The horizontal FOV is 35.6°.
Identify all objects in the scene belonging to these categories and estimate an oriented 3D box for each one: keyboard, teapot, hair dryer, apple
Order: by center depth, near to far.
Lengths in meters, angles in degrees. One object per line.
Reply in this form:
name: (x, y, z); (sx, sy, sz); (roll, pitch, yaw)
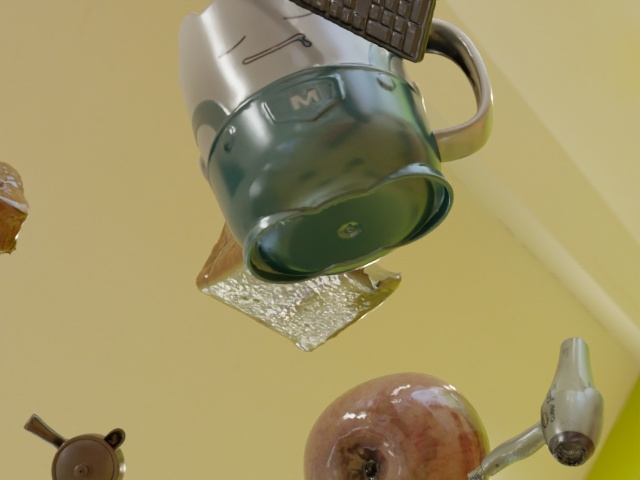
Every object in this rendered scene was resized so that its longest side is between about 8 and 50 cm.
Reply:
keyboard: (-0.021, -0.256, 0.860); (0.018, 0.310, 0.100); (-23, -44, -42)
teapot: (-0.238, 0.204, 0.986); (0.085, 0.110, 0.080); (-50, -6, -8)
hair dryer: (0.314, 0.231, 1.380); (0.088, 0.225, 0.219); (42, -127, -10)
apple: (0.122, 0.388, 1.724); (0.269, 0.345, 0.344); (32, -96, -45)

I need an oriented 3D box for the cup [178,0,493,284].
cup: (0.021, -0.117, 0.962); (0.290, 0.257, 0.219); (-19, -34, -1)

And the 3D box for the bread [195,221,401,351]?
bread: (0.000, 0.000, 1.548); (0.233, 0.362, 0.244); (32, -122, -16)

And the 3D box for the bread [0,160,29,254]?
bread: (-0.426, -0.059, 0.977); (0.271, 0.139, 0.077); (18, -68, -32)
